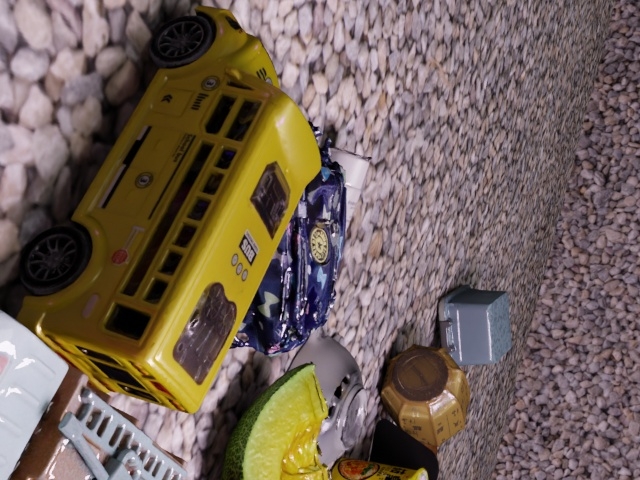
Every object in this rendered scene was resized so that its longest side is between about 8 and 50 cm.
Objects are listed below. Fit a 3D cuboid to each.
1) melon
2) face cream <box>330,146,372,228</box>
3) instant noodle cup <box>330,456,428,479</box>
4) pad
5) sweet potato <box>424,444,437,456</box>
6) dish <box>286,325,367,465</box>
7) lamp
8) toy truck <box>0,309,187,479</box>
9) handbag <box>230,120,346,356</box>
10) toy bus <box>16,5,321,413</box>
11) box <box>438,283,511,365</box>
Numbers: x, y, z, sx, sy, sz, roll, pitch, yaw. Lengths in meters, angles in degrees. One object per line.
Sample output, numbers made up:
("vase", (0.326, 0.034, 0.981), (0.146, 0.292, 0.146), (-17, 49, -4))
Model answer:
("melon", (-0.059, 0.300, 1.095), (0.169, 0.129, 0.265), (-16, 89, -48))
("face cream", (0.000, 0.000, 1.165), (0.092, 0.058, 0.244), (2, 107, -72))
("instant noodle cup", (0.082, 0.445, 1.499), (0.182, 0.144, 0.182), (-43, 140, -52))
("pad", (0.135, 0.470, 1.625), (0.004, 0.181, 0.267), (0, 106, -35))
("sweet potato", (0.183, 0.432, 1.824), (0.251, 0.097, 0.097), (-6, 108, -72))
("dish", (0.010, 0.236, 1.277), (0.228, 0.086, 0.237), (55, 52, -62))
("lamp", (0.194, 0.285, 1.660), (0.161, 0.161, 0.185), (-66, 155, -24))
("toy truck", (-0.208, 0.129, 0.585), (0.136, 0.162, 0.305), (-66, 156, -24))
("handbag", (-0.037, -0.002, 0.993), (0.162, 0.113, 0.260), (-15, 109, -73))
("toy bus", (-0.104, -0.033, 0.758), (0.331, 0.151, 0.145), (-65, 153, -24))
("box", (0.334, 0.188, 1.975), (0.227, 0.129, 0.162), (-15, 102, -66))
